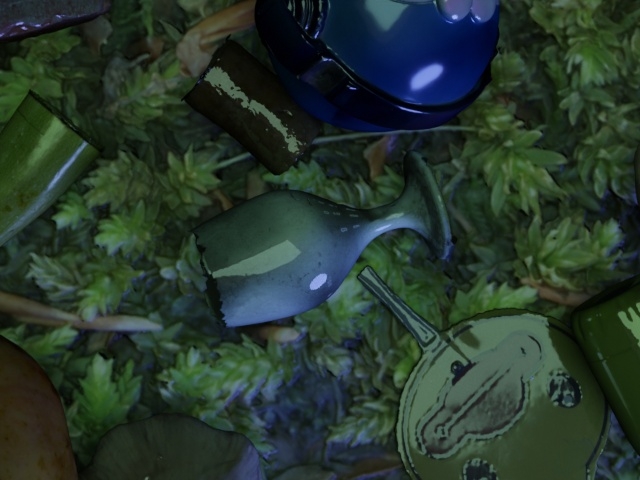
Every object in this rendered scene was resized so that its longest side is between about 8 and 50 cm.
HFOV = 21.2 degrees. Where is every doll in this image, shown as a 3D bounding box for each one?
[{"bbox_3d":[0.043,-0.247,1.625,0.284,0.240,0.310,-17,73,-46],"label":"doll"}]

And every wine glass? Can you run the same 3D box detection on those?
[{"bbox_3d":[0.000,0.000,1.660,0.241,0.126,0.126,-18,91,-11],"label":"wine glass"}]

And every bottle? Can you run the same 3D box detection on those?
[{"bbox_3d":[0.351,0.166,1.708,0.112,0.112,0.260,-28,92,-8],"label":"bottle"}]

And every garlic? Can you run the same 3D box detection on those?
[{"bbox_3d":[-0.134,0.272,1.590,0.219,0.212,0.218,-1,94,-10],"label":"garlic"}]

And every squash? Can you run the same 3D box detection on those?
[{"bbox_3d":[-0.317,-0.041,1.646,0.094,0.094,0.224,45,91,-4],"label":"squash"}]

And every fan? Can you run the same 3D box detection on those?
[{"bbox_3d":[0.157,0.150,1.732,0.335,0.011,0.229,45,83,-4],"label":"fan"}]

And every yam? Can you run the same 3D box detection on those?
[{"bbox_3d":[-0.066,-0.130,1.680,0.127,0.084,0.084,40,84,-9],"label":"yam"}]

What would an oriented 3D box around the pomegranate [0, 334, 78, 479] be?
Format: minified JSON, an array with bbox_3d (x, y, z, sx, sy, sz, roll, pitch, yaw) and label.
[{"bbox_3d":[-0.375,0.233,1.499,0.338,0.338,0.338,0,88,-8],"label":"pomegranate"}]

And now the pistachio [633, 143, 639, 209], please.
[{"bbox_3d":[0.445,0.001,1.693,0.193,0.214,0.318,-38,86,25],"label":"pistachio"}]

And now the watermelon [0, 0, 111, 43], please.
[{"bbox_3d":[-0.298,-0.302,1.645,0.226,0.148,0.318,27,71,-24],"label":"watermelon"}]
